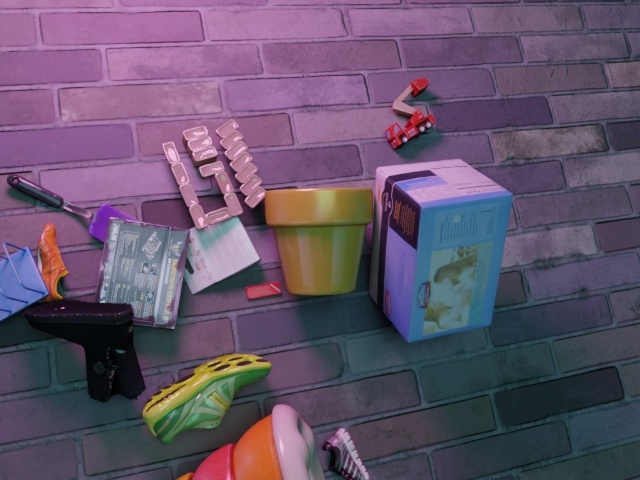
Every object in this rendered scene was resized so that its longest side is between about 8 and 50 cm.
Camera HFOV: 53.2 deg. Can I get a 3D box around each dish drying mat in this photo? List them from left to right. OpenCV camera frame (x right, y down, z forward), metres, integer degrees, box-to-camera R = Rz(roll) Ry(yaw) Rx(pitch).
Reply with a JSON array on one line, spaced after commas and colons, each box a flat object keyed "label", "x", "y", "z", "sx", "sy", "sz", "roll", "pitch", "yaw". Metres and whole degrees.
[{"label": "dish drying mat", "x": -0.137, "y": 0.120, "z": 1.533, "sx": 0.083, "sy": 0.008, "sz": 0.032, "roll": -8, "pitch": 80, "yaw": -18}]

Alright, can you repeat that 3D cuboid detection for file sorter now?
[{"label": "file sorter", "x": -0.674, "y": 0.095, "z": 1.305, "sx": 0.170, "sy": 0.104, "sz": 0.118, "roll": -29, "pitch": 76, "yaw": -2}]

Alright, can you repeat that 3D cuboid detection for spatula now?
[{"label": "spatula", "x": -0.566, "y": -0.075, "z": 1.448, "sx": 0.296, "sy": 0.030, "sz": 0.084, "roll": 25, "pitch": 73, "yaw": -9}]

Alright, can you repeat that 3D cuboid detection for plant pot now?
[{"label": "plant pot", "x": 0.000, "y": 0.000, "z": 1.488, "sx": 0.253, "sy": 0.254, "sz": 0.239, "roll": -3, "pitch": 92, "yaw": -16}]

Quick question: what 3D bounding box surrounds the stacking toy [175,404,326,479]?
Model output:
[{"label": "stacking toy", "x": -0.215, "y": 0.569, "z": 1.292, "sx": 0.479, "sy": 0.350, "sz": 0.351, "roll": -20, "pitch": 82, "yaw": 0}]

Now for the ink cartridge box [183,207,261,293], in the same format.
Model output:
[{"label": "ink cartridge box", "x": -0.251, "y": 0.026, "z": 1.518, "sx": 0.179, "sy": 0.045, "sz": 0.146, "roll": -28, "pitch": 86, "yaw": -2}]

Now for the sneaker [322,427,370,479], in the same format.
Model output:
[{"label": "sneaker", "x": 0.058, "y": 0.522, "z": 1.460, "sx": 0.074, "sy": 0.063, "sz": 0.171, "roll": -22, "pitch": 78, "yaw": -20}]

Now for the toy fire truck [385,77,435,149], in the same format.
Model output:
[{"label": "toy fire truck", "x": 0.239, "y": -0.345, "z": 1.735, "sx": 0.192, "sy": 0.047, "sz": 0.135, "roll": -33, "pitch": 87, "yaw": -20}]

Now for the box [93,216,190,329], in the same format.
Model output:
[{"label": "box", "x": -0.400, "y": 0.075, "z": 1.434, "sx": 0.182, "sy": 0.056, "sz": 0.231, "roll": 9, "pitch": 80, "yaw": -14}]

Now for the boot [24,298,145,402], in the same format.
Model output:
[{"label": "boot", "x": -0.493, "y": 0.235, "z": 1.338, "sx": 0.246, "sy": 0.094, "sz": 0.207, "roll": 1, "pitch": 105, "yaw": 11}]

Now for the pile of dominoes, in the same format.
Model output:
[{"label": "pile of dominoes", "x": -0.252, "y": -0.159, "z": 1.537, "sx": 0.195, "sy": 0.040, "sz": 0.251, "roll": -20, "pitch": 76, "yaw": -20}]

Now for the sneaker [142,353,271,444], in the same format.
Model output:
[{"label": "sneaker", "x": -0.242, "y": 0.344, "z": 1.411, "sx": 0.295, "sy": 0.109, "sz": 0.124, "roll": -25, "pitch": 107, "yaw": -22}]

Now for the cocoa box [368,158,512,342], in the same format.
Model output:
[{"label": "cocoa box", "x": 0.262, "y": 0.019, "z": 1.468, "sx": 0.231, "sy": 0.228, "sz": 0.347, "roll": -9, "pitch": 119, "yaw": -18}]

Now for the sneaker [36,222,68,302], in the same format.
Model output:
[{"label": "sneaker", "x": -0.587, "y": 0.049, "z": 1.400, "sx": 0.067, "sy": 0.064, "sz": 0.175, "roll": 0, "pitch": 87, "yaw": -19}]
